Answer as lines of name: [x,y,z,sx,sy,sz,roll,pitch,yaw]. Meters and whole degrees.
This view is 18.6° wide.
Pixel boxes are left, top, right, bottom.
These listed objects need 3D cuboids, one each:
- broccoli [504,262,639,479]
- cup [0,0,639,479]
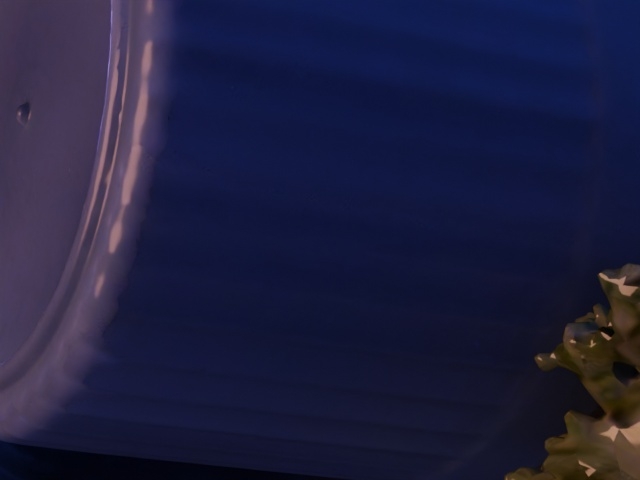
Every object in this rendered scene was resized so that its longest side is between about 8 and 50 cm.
broccoli: [0.133,0.120,0.616,0.247,0.243,0.263,33,108,61]
cup: [0.001,-0.021,0.812,0.331,0.311,0.256,-25,61,56]
